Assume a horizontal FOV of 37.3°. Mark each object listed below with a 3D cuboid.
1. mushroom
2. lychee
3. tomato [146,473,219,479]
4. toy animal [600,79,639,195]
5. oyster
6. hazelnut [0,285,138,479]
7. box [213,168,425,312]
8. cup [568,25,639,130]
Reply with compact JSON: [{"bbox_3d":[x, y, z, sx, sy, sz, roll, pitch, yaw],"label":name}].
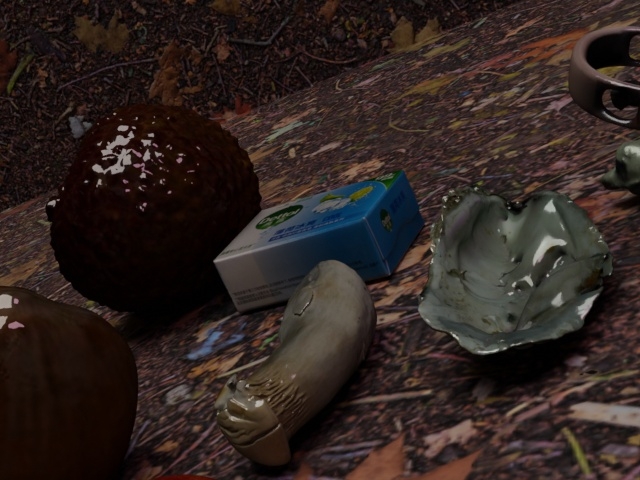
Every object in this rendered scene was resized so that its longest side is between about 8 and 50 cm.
[{"bbox_3d":[-0.013,0.096,0.762,0.092,0.081,0.223,1,26,17],"label":"mushroom"},{"bbox_3d":[-0.200,-0.034,1.143,0.260,0.261,0.260,-22,16,7],"label":"lychee"},{"bbox_3d":[-0.090,0.191,0.551,0.139,0.091,0.159,-28,19,-7],"label":"tomato"},{"bbox_3d":[0.355,-0.114,0.882,0.225,0.094,0.121,-26,25,-9],"label":"toy animal"},{"bbox_3d":[0.144,0.017,0.765,0.199,0.087,0.252,-19,22,-15],"label":"oyster"},{"bbox_3d":[-0.253,0.143,0.751,0.210,0.210,0.186,-14,59,33],"label":"hazelnut"},{"bbox_3d":[0.001,0.000,1.042,0.194,0.073,0.139,-16,19,28],"label":"box"},{"bbox_3d":[0.306,-0.109,0.698,0.252,0.192,0.200,14,36,22],"label":"cup"}]
